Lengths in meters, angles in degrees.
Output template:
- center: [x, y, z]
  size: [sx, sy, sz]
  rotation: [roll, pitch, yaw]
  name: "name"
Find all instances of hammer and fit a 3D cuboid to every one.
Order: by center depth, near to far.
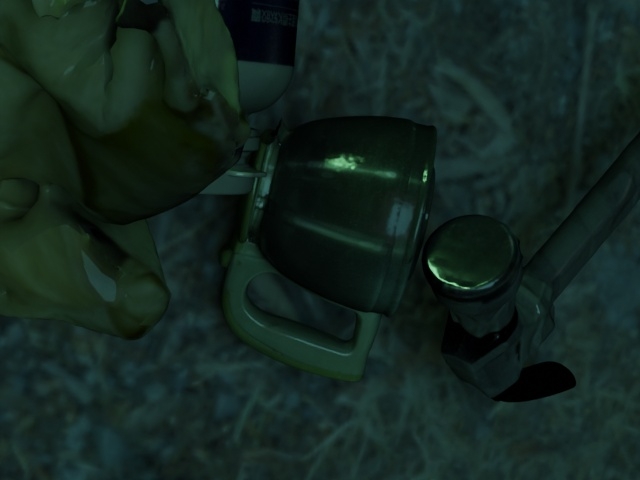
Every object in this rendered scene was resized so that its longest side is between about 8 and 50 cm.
- center: [0.202, -0.089, 0.802]
  size: [0.427, 0.044, 0.152]
  rotation: [-48, 148, -15]
  name: "hammer"

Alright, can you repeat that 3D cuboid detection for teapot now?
- center: [0.001, -0.002, 0.731]
  size: [0.090, 0.092, 0.124]
  rotation: [13, 82, -1]
  name: "teapot"

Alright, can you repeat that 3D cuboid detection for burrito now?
- center: [-0.188, -0.087, 0.556]
  size: [0.331, 0.135, 0.190]
  rotation: [15, 128, -9]
  name: "burrito"

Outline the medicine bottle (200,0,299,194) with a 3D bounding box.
- center: [-0.061, -0.118, 0.677]
  size: [0.107, 0.107, 0.191]
  rotation: [3, 95, -24]
  name: "medicine bottle"
